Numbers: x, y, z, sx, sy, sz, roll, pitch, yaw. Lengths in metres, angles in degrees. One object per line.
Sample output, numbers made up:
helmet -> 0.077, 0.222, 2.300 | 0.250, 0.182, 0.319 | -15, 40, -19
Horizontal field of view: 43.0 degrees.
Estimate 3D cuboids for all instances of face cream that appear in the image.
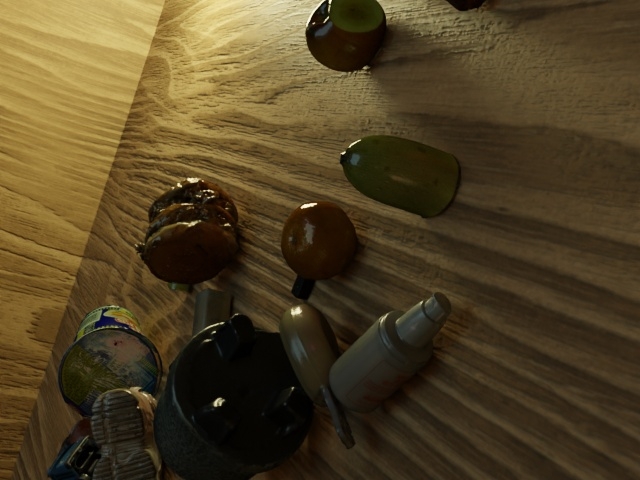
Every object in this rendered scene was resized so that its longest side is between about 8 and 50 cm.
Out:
face cream -> 0.117, 0.164, 1.252 | 0.252, 0.101, 0.101 | -49, 35, 37

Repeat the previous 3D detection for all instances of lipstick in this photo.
lipstick -> -0.264, 0.247, 1.942 | 0.077, 0.078, 0.253 | -35, 46, 48

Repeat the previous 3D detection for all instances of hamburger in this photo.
hamburger -> -0.332, -0.009, 2.037 | 0.245, 0.260, 0.211 | 88, 174, -46

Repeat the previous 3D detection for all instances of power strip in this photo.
power strip -> -0.024, 0.065, 1.651 | 0.111, 0.029, 0.038 | -68, 28, 14

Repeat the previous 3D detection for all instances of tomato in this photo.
tomato -> -0.633, 0.616, 2.290 | 0.232, 0.188, 0.232 | -47, 30, 39

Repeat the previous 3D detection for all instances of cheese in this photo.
cheese -> 0.004, 0.234, 1.388 | 0.082, 0.163, 0.286 | -28, 44, 5

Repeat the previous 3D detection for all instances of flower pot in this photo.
flower pot -> -0.152, 0.289, 1.512 | 0.283, 0.299, 0.299 | 128, 148, -50

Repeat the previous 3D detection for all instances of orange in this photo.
orange -> 0.000, 0.000, 1.551 | 0.154, 0.134, 0.155 | 5, 97, 47

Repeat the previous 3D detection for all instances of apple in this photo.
apple -> 0.049, -0.431, 1.679 | 0.163, 0.147, 0.146 | -43, 40, 41

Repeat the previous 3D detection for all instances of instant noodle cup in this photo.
instant noodle cup -> -0.614, 0.329, 2.369 | 0.284, 0.284, 0.312 | -68, 19, 8

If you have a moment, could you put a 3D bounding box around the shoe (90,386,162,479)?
shoe -> -0.467, 0.542, 2.077 | 0.198, 0.171, 0.351 | 0, -92, -82

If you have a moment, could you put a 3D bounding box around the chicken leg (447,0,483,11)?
chicken leg -> 0.239, -0.520, 1.427 | 0.093, 0.113, 0.304 | -25, 47, 28

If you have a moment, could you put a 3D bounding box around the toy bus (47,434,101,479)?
toy bus -> -0.595, 0.633, 2.116 | 0.133, 0.234, 0.116 | -22, 21, 31

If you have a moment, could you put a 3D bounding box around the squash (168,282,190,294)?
squash -> -0.380, 0.025, 2.289 | 0.083, 0.083, 0.250 | -9, 69, 60

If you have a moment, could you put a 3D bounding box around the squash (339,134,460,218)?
squash -> 0.120, -0.115, 1.330 | 0.123, 0.186, 0.123 | -52, 29, 45
